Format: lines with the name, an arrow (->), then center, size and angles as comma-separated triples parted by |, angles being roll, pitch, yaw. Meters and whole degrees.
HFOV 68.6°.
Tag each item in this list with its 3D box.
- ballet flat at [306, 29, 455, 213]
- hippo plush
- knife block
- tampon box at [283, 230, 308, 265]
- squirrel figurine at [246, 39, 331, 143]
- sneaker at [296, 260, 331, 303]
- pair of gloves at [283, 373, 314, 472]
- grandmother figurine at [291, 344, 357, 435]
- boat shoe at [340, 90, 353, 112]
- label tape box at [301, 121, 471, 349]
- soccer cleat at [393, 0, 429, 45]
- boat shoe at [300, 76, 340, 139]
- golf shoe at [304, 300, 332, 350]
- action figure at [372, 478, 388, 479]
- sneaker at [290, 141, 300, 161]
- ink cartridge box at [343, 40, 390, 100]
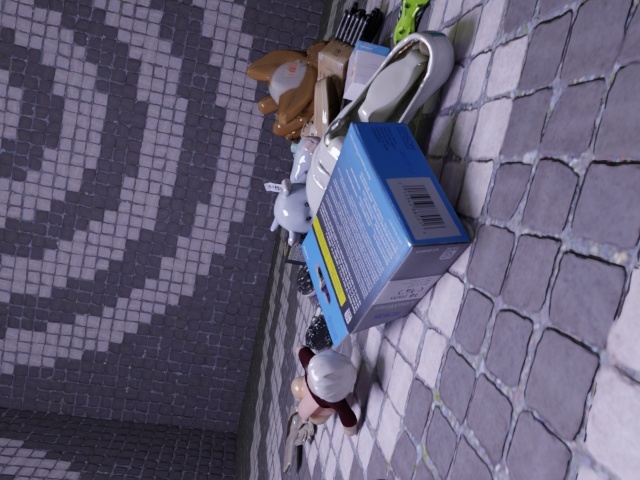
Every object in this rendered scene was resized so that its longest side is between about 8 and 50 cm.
ballet flat -> 0.076, -0.201, 0.837 | 0.400, 0.139, 0.139 | -51, 22, 24
hippo plush -> -0.024, -0.123, 1.081 | 0.236, 0.294, 0.234 | -48, -48, -72
knife block -> 0.094, -0.557, 1.411 | 0.242, 0.088, 0.275 | -50, -18, -25
tampon box -> -0.020, 0.004, 1.361 | 0.120, 0.161, 0.101 | -91, 16, -50
squirrel figurine -> -0.031, -0.536, 1.758 | 0.397, 0.281, 0.370 | -39, -23, -3
sneaker -> 0.082, 0.027, 0.993 | 0.283, 0.124, 0.107 | -45, 38, 25
pair of gloves -> -0.059, 0.531, 1.364 | 0.204, 0.042, 0.240 | -89, 16, -56
grandmother figurine -> 0.005, 0.303, 0.951 | 0.104, 0.208, 0.342 | -40, -18, -22
boat shoe -> 0.093, -0.354, 1.393 | 0.081, 0.069, 0.228 | 21, -100, -69
label tape box -> 0.083, 0.004, 0.800 | 0.333, 0.106, 0.240 | 114, 144, -51
soccer cleat -> 0.198, -0.510, 1.018 | 0.179, 0.060, 0.072 | 110, 168, -51
boat shoe -> -0.008, -0.315, 1.409 | 0.121, 0.110, 0.341 | -56, -29, -56
golf shoe -> 0.015, 0.202, 1.257 | 0.094, 0.077, 0.198 | -77, 8, -71
action figure -> 0.064, 0.423, 0.606 | 0.276, 0.248, 0.370 | -30, -36, -59
sneaker -> -0.041, -0.338, 1.835 | 0.256, 0.151, 0.094 | -149, 72, -77
ink cartridge box -> 0.121, -0.438, 1.255 | 0.092, 0.090, 0.143 | 142, 138, -74
